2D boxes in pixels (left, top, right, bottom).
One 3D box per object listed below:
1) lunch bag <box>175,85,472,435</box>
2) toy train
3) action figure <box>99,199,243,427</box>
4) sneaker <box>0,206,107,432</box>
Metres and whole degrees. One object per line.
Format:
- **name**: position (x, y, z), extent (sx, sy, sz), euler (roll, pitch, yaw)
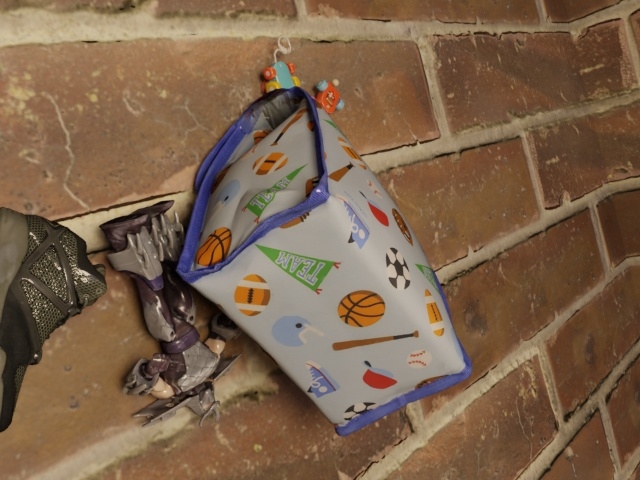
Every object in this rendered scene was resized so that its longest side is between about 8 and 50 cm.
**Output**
- **lunch bag**: position (0.000, 0.000, 0.844), extent (0.328, 0.238, 0.386), euler (52, 20, -30)
- **toy train**: position (-0.035, -0.242, 1.014), extent (0.166, 0.046, 0.125), euler (38, 56, -37)
- **action figure**: position (-0.177, 0.100, 0.762), extent (0.185, 0.099, 0.285), euler (-39, 114, -59)
- **sneaker**: position (-0.291, 0.086, 0.658), extent (0.130, 0.087, 0.228), euler (14, 67, -36)
